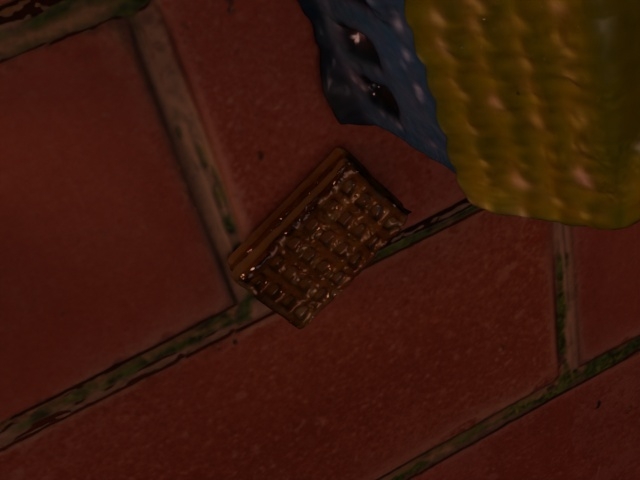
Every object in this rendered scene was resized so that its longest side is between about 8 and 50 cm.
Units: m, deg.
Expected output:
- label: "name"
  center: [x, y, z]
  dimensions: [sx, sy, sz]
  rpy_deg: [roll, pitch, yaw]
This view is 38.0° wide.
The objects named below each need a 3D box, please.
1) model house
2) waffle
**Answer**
- label: "model house"
  center: [0.143, -0.157, 0.630]
  dimensions: [0.215, 0.303, 0.237]
  rpy_deg: [-34, 131, -13]
- label: "waffle"
  center: [0.000, 0.000, 0.816]
  dimensions: [0.148, 0.042, 0.102]
  rpy_deg: [-46, 133, 6]
